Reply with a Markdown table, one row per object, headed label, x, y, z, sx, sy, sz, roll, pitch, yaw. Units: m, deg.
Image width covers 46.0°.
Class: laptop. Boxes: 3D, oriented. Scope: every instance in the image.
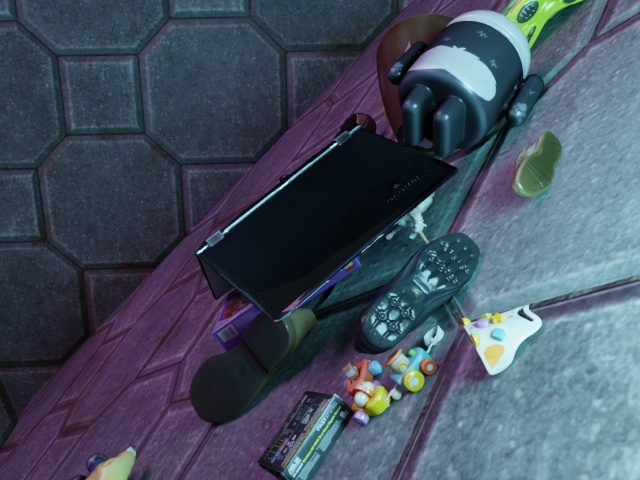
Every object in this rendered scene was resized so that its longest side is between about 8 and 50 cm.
| label | x | y | z | sx | sy | sz | roll | pitch | yaw |
| --- | --- | --- | --- | --- | --- | --- | --- | --- | --- |
| laptop | 0.000 | 0.000 | 1.349 | 0.382 | 0.236 | 0.408 | -39 | -17 | -14 |

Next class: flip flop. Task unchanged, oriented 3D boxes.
| label | x | y | z | sx | sy | sz | roll | pitch | yaw |
| --- | --- | --- | --- | --- | --- | --- | --- | --- | --- |
| flip flop | 0.038 | -0.202 | 1.899 | 0.277 | 0.112 | 0.080 | -52 | -11 | -6 |

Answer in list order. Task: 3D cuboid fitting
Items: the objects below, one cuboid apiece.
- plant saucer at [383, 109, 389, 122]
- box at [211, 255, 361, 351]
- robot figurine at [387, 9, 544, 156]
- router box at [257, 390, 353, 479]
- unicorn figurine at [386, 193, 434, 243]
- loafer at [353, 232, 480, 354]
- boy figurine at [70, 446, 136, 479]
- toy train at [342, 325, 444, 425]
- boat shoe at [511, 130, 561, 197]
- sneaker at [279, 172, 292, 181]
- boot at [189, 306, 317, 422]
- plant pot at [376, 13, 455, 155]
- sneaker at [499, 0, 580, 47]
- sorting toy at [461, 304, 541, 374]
| label | x | y | z | sx | sy | sz | roll | pitch | yaw |
| --- | --- | --- | --- | --- | --- | --- | --- | --- | --- |
| plant saucer | 0.238 | -0.336 | 1.768 | 0.188 | 0.045 | 0.188 | -44 | 15 | 13 |
| box | -0.058 | 0.077 | 1.410 | 0.293 | 0.057 | 0.201 | -35 | 13 | 11 |
| robot figurine | 0.242 | -0.266 | 1.282 | 0.278 | 0.209 | 0.174 | -52 | 12 | -28 |
| router box | -0.020 | 0.259 | 0.994 | 0.122 | 0.038 | 0.092 | -54 | 16 | -21 |
| unicorn figurine | 0.147 | -0.041 | 1.245 | 0.111 | 0.060 | 0.161 | -37 | 21 | 49 |
| loafer | 0.122 | 0.066 | 0.977 | 0.223 | 0.076 | 0.078 | -39 | -4 | -29 |
| boy figurine | -0.406 | 0.472 | 1.427 | 0.177 | 0.092 | 0.285 | -53 | 17 | -20 |
| toy train | 0.077 | 0.161 | 0.954 | 0.166 | 0.046 | 0.125 | -39 | 18 | 31 |
| boat shoe | 0.288 | -0.097 | 1.027 | 0.045 | 0.050 | 0.135 | -35 | 9 | 49 |
| sneaker | -0.053 | -0.056 | 1.635 | 0.281 | 0.162 | 0.106 | -50 | 15 | -10 |
| boot | -0.115 | 0.217 | 1.313 | 0.305 | 0.112 | 0.115 | -44 | -16 | 31 |
| plant pot | 0.206 | -0.281 | 1.466 | 0.215 | 0.215 | 0.230 | -34 | 34 | 41 |
| sneaker | 0.423 | -0.468 | 1.464 | 0.295 | 0.109 | 0.123 | -43 | 19 | 17 |
| sorting toy | 0.198 | 0.096 | 0.817 | 0.075 | 0.044 | 0.083 | -27 | 17 | 4 |
